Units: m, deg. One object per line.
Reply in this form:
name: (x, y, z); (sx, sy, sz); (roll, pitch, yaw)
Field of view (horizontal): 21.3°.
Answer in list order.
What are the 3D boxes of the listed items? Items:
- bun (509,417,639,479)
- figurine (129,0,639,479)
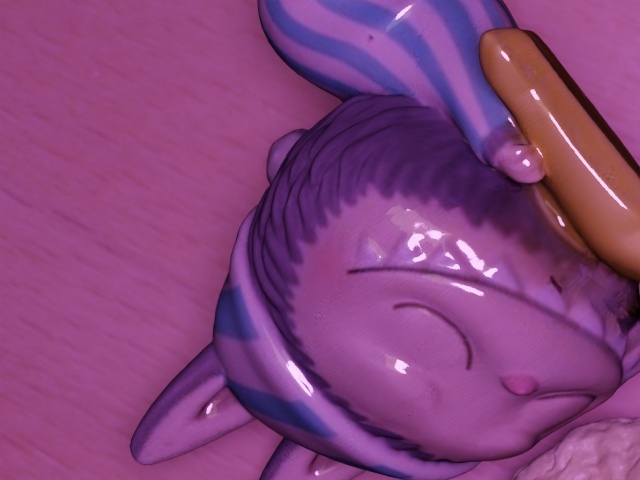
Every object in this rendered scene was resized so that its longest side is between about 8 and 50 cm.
bun: (0.198, 0.213, 1.033); (0.220, 0.134, 0.220); (-2, 83, 19)
figurine: (0.000, 0.000, 1.045); (0.378, 0.266, 0.361); (-38, 71, 9)
